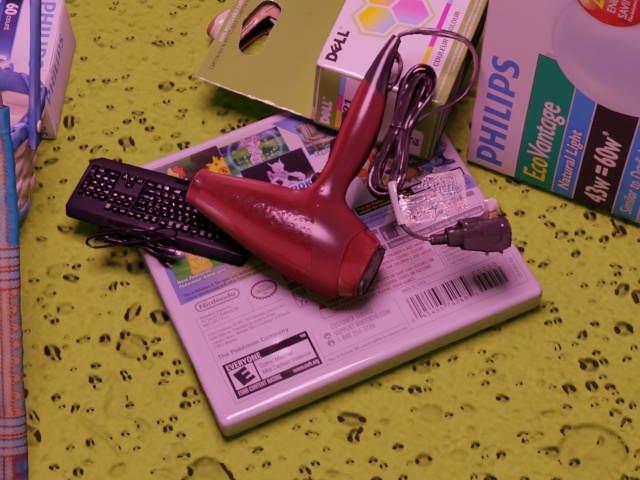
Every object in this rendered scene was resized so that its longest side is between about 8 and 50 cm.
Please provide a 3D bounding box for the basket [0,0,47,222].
[{"bbox_3d":[-0.371,-0.125,1.281,0.255,0.288,0.201,3,27,6],"label":"basket"}]

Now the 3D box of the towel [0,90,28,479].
[{"bbox_3d":[-0.390,0.055,1.195,0.272,0.040,0.370,-1,99,2],"label":"towel"}]

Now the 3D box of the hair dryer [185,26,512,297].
[{"bbox_3d":[0.020,-0.059,1.293,0.294,0.080,0.223,-14,77,3],"label":"hair dryer"}]

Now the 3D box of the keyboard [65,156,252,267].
[{"bbox_3d":[-0.150,-0.026,1.333,0.192,0.038,0.100,15,60,11],"label":"keyboard"}]

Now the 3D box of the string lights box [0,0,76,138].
[{"bbox_3d":[-0.398,-0.184,1.450,0.260,0.076,0.133,3,59,3],"label":"string lights box"}]

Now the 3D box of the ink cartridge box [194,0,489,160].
[{"bbox_3d":[0.024,-0.213,1.400,0.255,0.097,0.188,19,59,7],"label":"ink cartridge box"}]

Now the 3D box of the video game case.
[{"bbox_3d":[0.000,0.000,1.356,0.329,0.036,0.300,-22,60,-11],"label":"video game case"}]

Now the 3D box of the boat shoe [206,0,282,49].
[{"bbox_3d":[-0.056,-0.241,1.501,0.135,0.050,0.045,-33,76,-16],"label":"boat shoe"}]

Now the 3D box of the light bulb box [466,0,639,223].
[{"bbox_3d":[0.348,-0.194,1.280,0.361,0.358,0.225,22,59,15],"label":"light bulb box"}]
